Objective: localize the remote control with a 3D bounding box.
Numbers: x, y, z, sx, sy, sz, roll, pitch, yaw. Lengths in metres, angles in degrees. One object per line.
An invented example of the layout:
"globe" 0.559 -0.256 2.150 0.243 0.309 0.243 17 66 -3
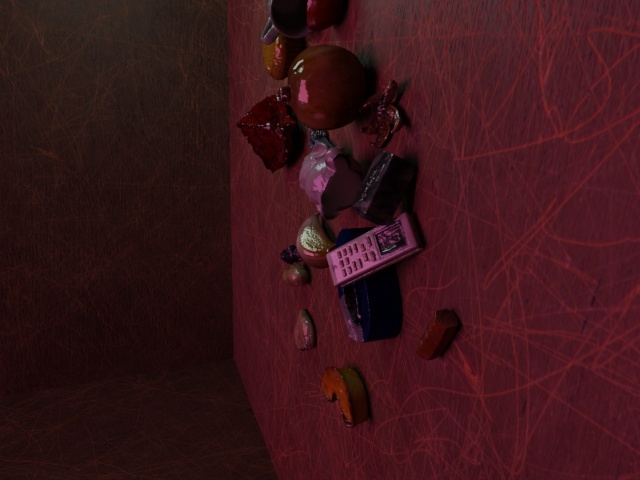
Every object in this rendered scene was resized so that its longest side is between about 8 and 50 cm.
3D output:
"remote control" 0.141 0.030 1.395 0.277 0.055 0.103 -29 63 31

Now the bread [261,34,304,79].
"bread" -0.155 -0.770 2.077 0.240 0.139 0.240 175 90 -70

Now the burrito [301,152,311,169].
"burrito" -0.012 -0.268 1.930 0.275 0.059 0.082 47 123 59

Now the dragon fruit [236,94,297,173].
"dragon fruit" -0.154 -0.466 2.238 0.329 0.228 0.286 12 140 49

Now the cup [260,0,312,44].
"cup" -0.136 -0.846 1.887 0.258 0.186 0.234 -45 35 16

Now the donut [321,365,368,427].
"donut" 0.087 0.520 1.791 0.259 0.101 0.152 -140 49 -64

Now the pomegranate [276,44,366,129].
"pomegranate" 0.001 -0.454 1.537 0.229 0.270 0.252 -117 26 -61

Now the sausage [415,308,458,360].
"sausage" 0.280 0.241 1.253 0.169 0.065 0.065 104 152 -44

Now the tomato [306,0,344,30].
"tomato" 0.029 -0.771 1.655 0.173 0.099 0.189 88 -155 -55

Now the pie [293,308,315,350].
"pie" -0.078 0.402 2.282 0.218 0.052 0.185 147 114 -70

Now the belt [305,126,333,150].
"belt" 0.006 -0.356 1.863 0.179 0.065 0.100 -127 29 -52

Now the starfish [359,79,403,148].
"starfish" 0.174 -0.348 1.405 0.238 0.071 0.216 96 154 -55

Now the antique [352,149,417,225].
"antique" 0.164 -0.135 1.344 0.183 0.086 0.088 -65 27 7

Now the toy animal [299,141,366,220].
"toy animal" 0.024 -0.212 1.663 0.357 0.193 0.258 -126 37 -58

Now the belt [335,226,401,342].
"belt" 0.135 0.131 1.543 0.212 0.117 0.347 140 123 -63

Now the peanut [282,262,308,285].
"peanut" -0.115 0.156 2.267 0.214 0.090 0.099 -23 85 68

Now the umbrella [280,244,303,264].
"umbrella" -0.112 0.057 2.279 0.071 0.080 0.224 -64 17 -16

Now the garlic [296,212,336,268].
"garlic" -0.011 0.005 1.931 0.164 0.145 0.245 -44 44 24
